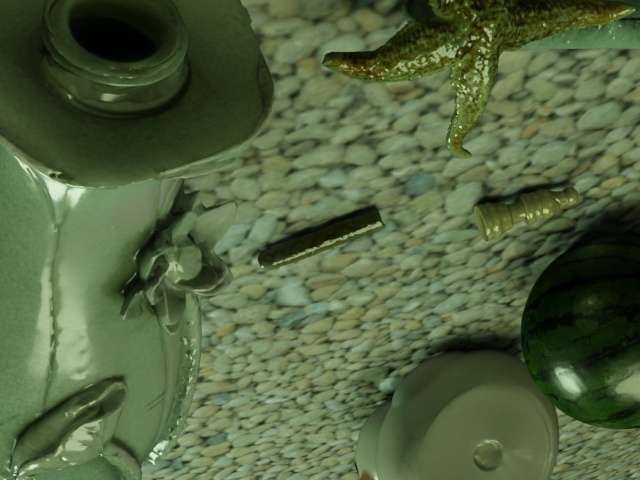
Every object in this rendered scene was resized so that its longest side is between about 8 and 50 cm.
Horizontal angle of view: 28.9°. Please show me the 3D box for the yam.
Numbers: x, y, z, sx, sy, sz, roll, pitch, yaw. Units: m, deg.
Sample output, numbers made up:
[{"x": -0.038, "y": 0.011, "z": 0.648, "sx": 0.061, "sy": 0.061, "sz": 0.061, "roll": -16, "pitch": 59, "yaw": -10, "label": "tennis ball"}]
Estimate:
[{"x": 0.000, "y": 0.000, "z": 1.079, "sx": 0.116, "sy": 0.021, "sz": 0.021, "roll": -20, "pitch": 151, "yaw": 9, "label": "yam"}]

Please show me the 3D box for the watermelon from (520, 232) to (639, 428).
[{"x": 0.297, "y": 0.085, "z": 1.196, "sx": 0.188, "sy": 0.188, "sz": 0.214, "roll": 13, "pitch": 153, "yaw": -42, "label": "watermelon"}]

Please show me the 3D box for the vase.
[{"x": -0.175, "y": 0.012, "z": 0.813, "sx": 0.250, "sy": 0.250, "sz": 0.445, "roll": -2, "pitch": 145, "yaw": -24, "label": "vase"}]

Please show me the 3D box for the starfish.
[{"x": 0.107, "y": -0.143, "z": 0.800, "sx": 0.217, "sy": 0.050, "sz": 0.223, "roll": -15, "pitch": 134, "yaw": -19, "label": "starfish"}]

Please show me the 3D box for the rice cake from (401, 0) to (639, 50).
[{"x": 0.156, "y": -0.152, "z": 0.864, "sx": 0.211, "sy": 0.043, "sz": 0.034, "roll": -4, "pitch": 138, "yaw": -18, "label": "rice cake"}]

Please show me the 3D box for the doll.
[{"x": 0.144, "y": 0.231, "z": 1.421, "sx": 0.251, "sy": 0.221, "sz": 0.221, "roll": -42, "pitch": 152, "yaw": -9, "label": "doll"}]

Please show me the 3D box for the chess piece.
[{"x": 0.186, "y": -0.029, "z": 1.111, "sx": 0.092, "sy": 0.035, "sz": 0.035, "roll": -18, "pitch": 152, "yaw": -4, "label": "chess piece"}]
